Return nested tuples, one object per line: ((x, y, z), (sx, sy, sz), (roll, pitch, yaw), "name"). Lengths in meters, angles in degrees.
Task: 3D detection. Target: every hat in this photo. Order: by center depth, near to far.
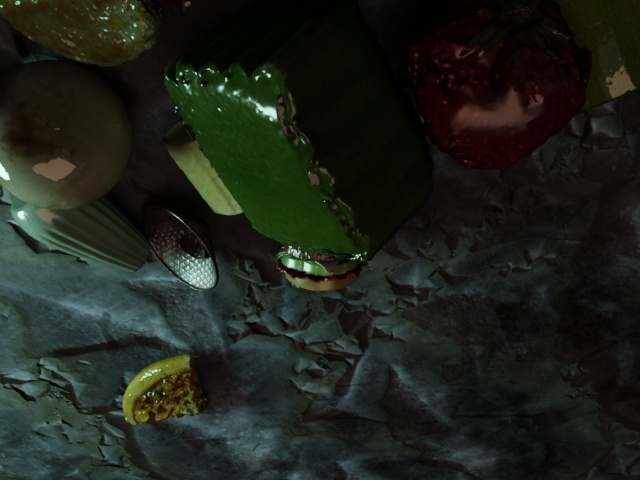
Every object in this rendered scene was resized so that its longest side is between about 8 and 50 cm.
((-0.235, -0.005, 1.251), (0.193, 0.082, 0.193), (28, 143, 24), "hat")

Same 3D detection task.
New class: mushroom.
((-0.403, -0.159, 1.041), (0.226, 0.178, 0.226), (0, 90, -19), "mushroom")

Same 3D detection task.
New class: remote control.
((0.172, -0.331, 1.037), (0.034, 0.016, 0.091), (-29, 129, -1), "remote control")

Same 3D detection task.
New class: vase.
((-0.406, -0.026, 1.191), (0.128, 0.128, 0.248), (-31, 135, 21), "vase")

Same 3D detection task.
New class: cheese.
((-0.169, -0.128, 1.128), (0.123, 0.094, 0.167), (-4, 135, 33), "cheese")

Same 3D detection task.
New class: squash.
((0.420, -0.337, 1.048), (0.189, 0.189, 0.260), (-23, 93, 15), "squash")

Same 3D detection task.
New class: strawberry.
((0.236, -0.223, 0.971), (0.274, 0.274, 0.220), (2, 146, -6), "strawberry")

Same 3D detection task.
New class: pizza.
((-0.343, 0.358, 1.562), (0.197, 0.058, 0.292), (33, 121, -29), "pizza")

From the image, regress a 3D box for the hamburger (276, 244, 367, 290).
((0.002, 0.001, 1.220), (0.175, 0.175, 0.137), (-3, 118, -2), "hamburger")

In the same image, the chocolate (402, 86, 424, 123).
((0.230, -0.209, 1.113), (0.219, 0.085, 0.085), (1, 131, -11), "chocolate")

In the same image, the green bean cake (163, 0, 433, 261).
((-0.024, -0.157, 0.958), (0.218, 0.335, 0.319), (-43, 127, -21), "green bean cake")

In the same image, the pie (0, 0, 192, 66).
((-0.337, -0.356, 0.924), (0.257, 0.105, 0.274), (-30, 126, 31), "pie")
